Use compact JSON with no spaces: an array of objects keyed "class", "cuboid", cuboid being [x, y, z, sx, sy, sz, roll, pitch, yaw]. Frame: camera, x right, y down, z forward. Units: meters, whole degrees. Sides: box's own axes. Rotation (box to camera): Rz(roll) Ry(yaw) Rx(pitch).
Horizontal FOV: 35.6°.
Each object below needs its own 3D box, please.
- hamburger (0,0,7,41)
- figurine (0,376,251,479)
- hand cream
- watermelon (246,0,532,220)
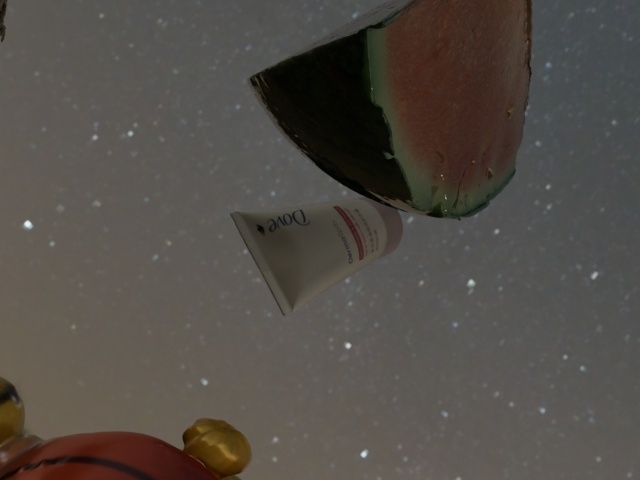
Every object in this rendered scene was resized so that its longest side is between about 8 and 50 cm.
[{"class":"hamburger","cuboid":[-0.329,-0.214,0.633,0.134,0.265,0.285,-28,-40,23]},{"class":"figurine","cuboid":[-0.147,0.225,0.554,0.196,0.323,0.320,-6,77,-87]},{"class":"hand cream","cuboid":[0.000,0.000,1.208,0.083,0.248,0.133,-38,-101,37]},{"class":"watermelon","cuboid":[0.088,-0.110,0.898,0.319,0.292,0.222,-16,-71,54]}]
